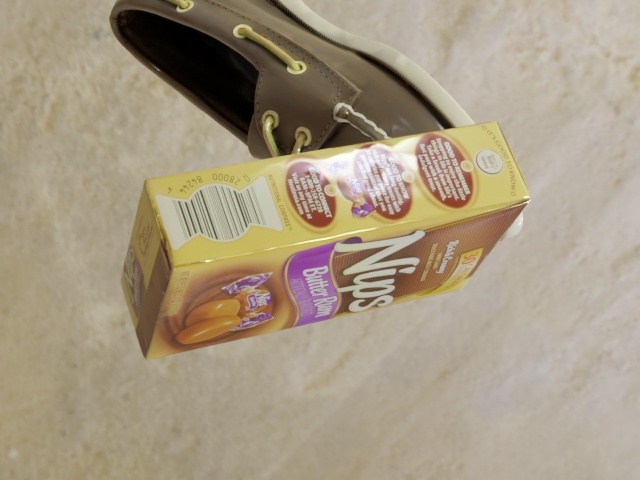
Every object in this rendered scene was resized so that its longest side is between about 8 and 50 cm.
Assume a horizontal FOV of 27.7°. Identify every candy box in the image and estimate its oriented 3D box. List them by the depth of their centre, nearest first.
[{"bbox_3d":[0.000,0.000,0.655,0.186,0.053,0.109,-13,157,-20],"label":"candy box"}]

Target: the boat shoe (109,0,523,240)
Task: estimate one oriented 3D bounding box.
[{"bbox_3d":[-0.011,-0.085,0.823,0.096,0.324,0.116,-35,148,-21],"label":"boat shoe"}]
